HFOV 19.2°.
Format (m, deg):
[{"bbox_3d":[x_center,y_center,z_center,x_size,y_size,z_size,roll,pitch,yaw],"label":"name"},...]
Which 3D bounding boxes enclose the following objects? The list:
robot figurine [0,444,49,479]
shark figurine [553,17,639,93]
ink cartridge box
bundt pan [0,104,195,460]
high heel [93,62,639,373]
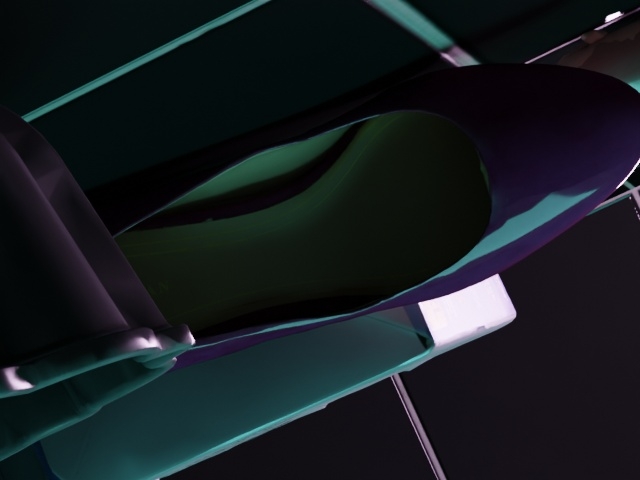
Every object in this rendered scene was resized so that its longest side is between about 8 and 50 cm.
[{"bbox_3d":[-0.312,0.195,1.252,0.278,0.173,0.209,-30,-177,-34],"label":"robot figurine"},{"bbox_3d":[0.205,-0.087,1.222,0.278,0.116,0.166,-27,173,3],"label":"shark figurine"},{"bbox_3d":[-0.027,0.054,1.341,0.270,0.151,0.395,-25,173,14],"label":"ink cartridge box"},{"bbox_3d":[-0.214,0.046,0.605,0.331,0.124,0.331,-23,175,-2],"label":"bundt pan"},{"bbox_3d":[0.000,0.000,1.012,0.377,0.127,0.181,-22,-174,8],"label":"high heel"}]
